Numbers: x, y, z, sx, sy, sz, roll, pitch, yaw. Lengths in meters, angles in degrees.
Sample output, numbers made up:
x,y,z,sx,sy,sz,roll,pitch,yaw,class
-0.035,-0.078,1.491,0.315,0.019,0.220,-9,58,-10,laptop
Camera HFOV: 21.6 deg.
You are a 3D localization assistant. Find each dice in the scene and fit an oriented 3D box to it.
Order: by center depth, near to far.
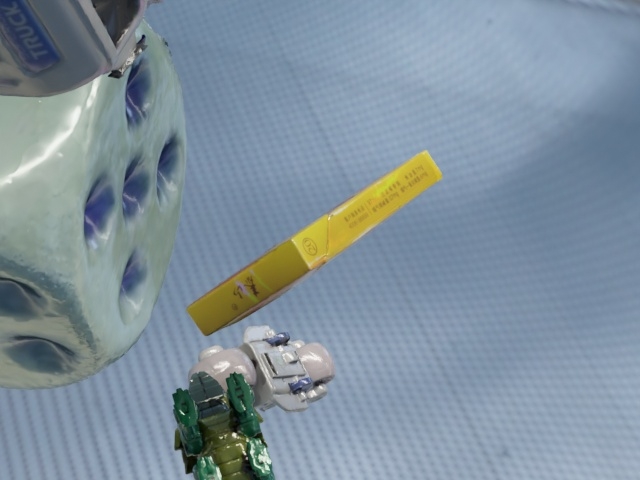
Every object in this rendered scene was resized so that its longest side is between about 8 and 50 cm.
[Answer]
x,y,z,sx,sy,sz,roll,pitch,yaw,class
-0.270,-0.051,1.336,0.268,0.264,0.262,8,60,12,dice

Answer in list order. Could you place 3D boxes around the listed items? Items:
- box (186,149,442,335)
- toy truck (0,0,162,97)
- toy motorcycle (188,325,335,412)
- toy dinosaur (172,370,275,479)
x,y,z,sx,sy,sz,roll,pitch,yaw,class
0.000,0.000,1.611,0.043,0.152,0.269,55,37,-1,box
-0.206,-0.134,0.797,0.268,0.124,0.155,5,55,28,toy truck
-0.071,0.157,1.869,0.112,0.112,0.254,41,18,23,toy motorcycle
-0.084,0.236,1.645,0.094,0.153,0.259,-18,65,-6,toy dinosaur
